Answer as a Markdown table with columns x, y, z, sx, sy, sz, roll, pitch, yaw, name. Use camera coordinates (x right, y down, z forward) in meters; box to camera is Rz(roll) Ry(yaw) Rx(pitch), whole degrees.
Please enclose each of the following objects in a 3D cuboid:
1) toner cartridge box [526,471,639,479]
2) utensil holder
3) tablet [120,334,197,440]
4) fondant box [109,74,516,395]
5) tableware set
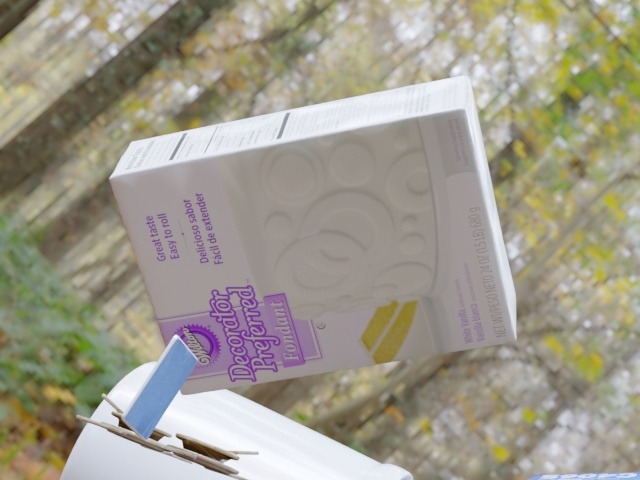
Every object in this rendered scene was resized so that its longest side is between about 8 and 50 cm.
| x | y | z | sx | sy | sz | roll | pitch | yaw | name |
| --- | --- | --- | --- | --- | --- | --- | --- | --- | --- |
| 0.418 | 0.358 | 1.712 | 0.075 | 0.347 | 0.165 | -2 | 87 | -67 | toner cartridge box |
| -0.119 | 0.377 | 1.933 | 0.385 | 0.328 | 0.327 | 23 | -17 | 17 | utensil holder |
| -0.134 | 0.123 | 1.214 | 0.006 | 0.083 | 0.054 | 24 | -18 | 27 | tablet |
| 0.000 | 0.000 | 1.353 | 0.096 | 0.330 | 0.238 | -74 | 152 | -63 | fondant box |
| -0.165 | 0.221 | 1.636 | 0.194 | 0.039 | 0.128 | 11 | -16 | 39 | tableware set |
